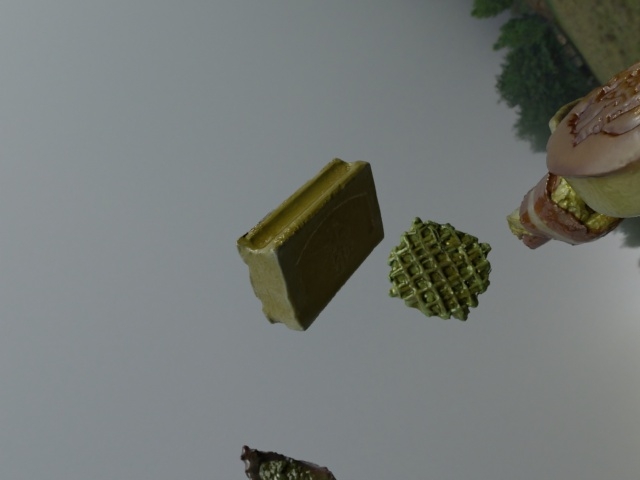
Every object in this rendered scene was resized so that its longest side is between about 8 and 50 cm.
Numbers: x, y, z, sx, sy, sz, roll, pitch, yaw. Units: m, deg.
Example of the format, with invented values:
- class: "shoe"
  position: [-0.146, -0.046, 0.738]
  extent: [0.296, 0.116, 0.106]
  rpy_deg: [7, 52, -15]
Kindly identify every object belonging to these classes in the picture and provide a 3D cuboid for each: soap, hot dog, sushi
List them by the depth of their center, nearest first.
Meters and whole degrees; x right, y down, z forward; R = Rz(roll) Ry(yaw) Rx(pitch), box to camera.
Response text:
- class: "hot dog"
  position: [0.353, -0.042, 0.697]
  extent: [0.123, 0.261, 0.093]
  rpy_deg: [15, -116, -1]
- class: "soap"
  position: [0.000, 0.000, 0.924]
  extent: [0.315, 0.091, 0.199]
  rpy_deg: [-45, -50, -40]
- class: "sushi"
  position: [-0.045, 0.490, 0.976]
  extent: [0.241, 0.161, 0.107]
  rpy_deg: [58, 165, 32]

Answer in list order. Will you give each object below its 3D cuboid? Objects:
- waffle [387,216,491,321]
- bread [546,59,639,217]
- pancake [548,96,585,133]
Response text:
- class: "waffle"
  position: [0.364, 0.093, 1.532]
  extent: [0.317, 0.297, 0.073]
  rpy_deg: [21, -175, 10]
- class: "bread"
  position: [0.241, -0.076, 0.375]
  extent: [0.086, 0.125, 0.156]
  rpy_deg: [45, -173, -12]
- class: "pancake"
  position: [0.556, -0.215, 0.951]
  extent: [0.212, 0.029, 0.235]
  rpy_deg: [27, -124, 30]
